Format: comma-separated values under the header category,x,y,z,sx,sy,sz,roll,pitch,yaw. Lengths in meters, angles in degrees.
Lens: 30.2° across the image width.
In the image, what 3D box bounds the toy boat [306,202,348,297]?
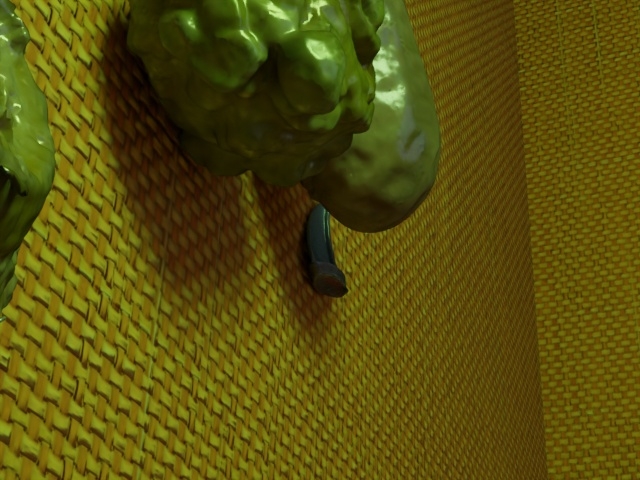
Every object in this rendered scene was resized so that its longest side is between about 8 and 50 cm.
category,x,y,z,sx,sy,sz,roll,pitch,yaw
toy boat,0.000,-0.001,1.388,0.096,0.034,0.122,44,31,-60

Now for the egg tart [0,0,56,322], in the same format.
category,x,y,z,sx,sy,sz,roll,pitch,yaw
egg tart,-0.209,-0.074,0.588,0.290,0.115,0.290,-21,90,-85

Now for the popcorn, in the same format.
category,x,y,z,sx,sy,sz,roll,pitch,yaw
popcorn,-0.049,-0.183,1.035,0.242,0.235,0.250,57,-2,6

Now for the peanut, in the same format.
category,x,y,z,sx,sy,sz,roll,pitch,yaw
peanut,0.009,-0.194,1.267,0.169,0.192,0.387,3,70,-74
